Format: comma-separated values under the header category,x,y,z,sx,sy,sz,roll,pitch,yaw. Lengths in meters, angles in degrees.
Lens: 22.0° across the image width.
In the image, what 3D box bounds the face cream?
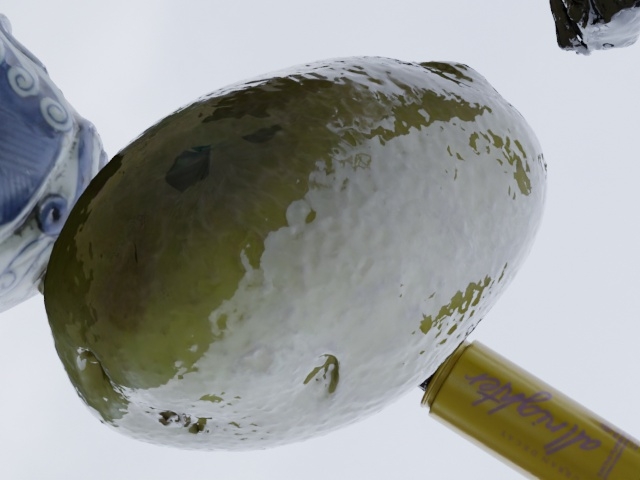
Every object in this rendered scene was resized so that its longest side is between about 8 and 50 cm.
category,x,y,z,sx,sy,sz,roll,pitch,yaw
face cream,0.149,0.139,1.378,0.078,0.273,0.078,-54,168,-17

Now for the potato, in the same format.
category,x,y,z,sx,sy,sz,roll,pitch,yaw
potato,0.000,0.000,0.729,0.251,0.159,0.174,-31,178,-31

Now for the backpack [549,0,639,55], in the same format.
category,x,y,z,sx,sy,sz,roll,pitch,yaw
backpack,0.265,-0.266,1.544,0.120,0.106,0.165,61,25,-79

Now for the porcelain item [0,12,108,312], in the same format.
category,x,y,z,sx,sy,sz,roll,pitch,yaw
porcelain item,-0.215,-0.020,0.787,0.138,0.186,0.288,-9,-159,36
